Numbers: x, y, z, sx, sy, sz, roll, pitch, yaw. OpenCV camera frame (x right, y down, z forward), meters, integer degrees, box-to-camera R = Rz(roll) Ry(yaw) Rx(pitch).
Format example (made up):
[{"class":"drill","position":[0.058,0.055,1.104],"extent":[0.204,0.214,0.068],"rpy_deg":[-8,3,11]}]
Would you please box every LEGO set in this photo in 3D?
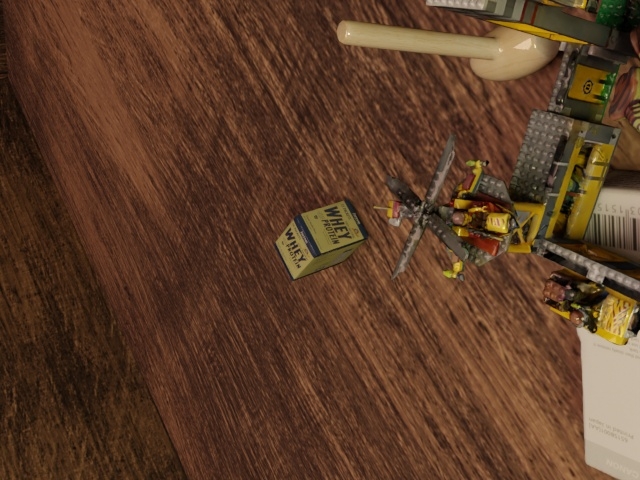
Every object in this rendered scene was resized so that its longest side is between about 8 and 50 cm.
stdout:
[{"class":"LEGO set","position":[0.161,-0.084,0.374],"extent":[0.255,0.192,0.331],"rpy_deg":[43,124,47]}]

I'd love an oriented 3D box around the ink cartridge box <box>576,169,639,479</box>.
[{"class":"ink cartridge box","position":[0.298,0.083,0.445],"extent":[0.275,0.060,0.239],"rpy_deg":[14,118,55]}]

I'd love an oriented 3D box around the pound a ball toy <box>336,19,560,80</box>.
[{"class":"pound a ball toy","position":[0.067,-0.228,0.448],"extent":[0.135,0.319,0.208],"rpy_deg":[-1,93,51]}]

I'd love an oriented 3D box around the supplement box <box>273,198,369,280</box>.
[{"class":"supplement box","position":[0.000,0.000,0.863],"extent":[0.056,0.083,0.083],"rpy_deg":[62,148,14]}]
